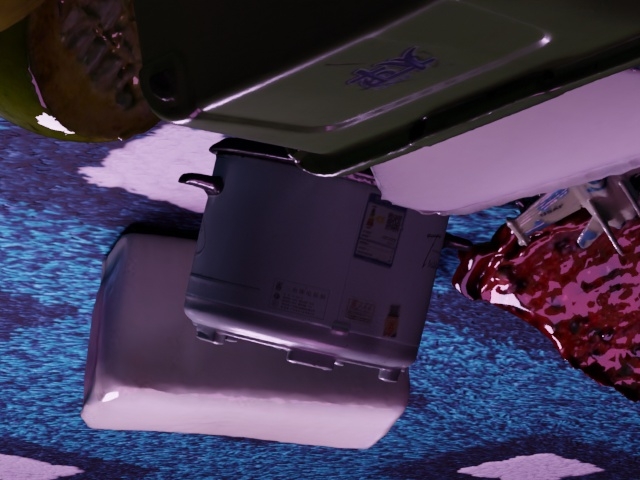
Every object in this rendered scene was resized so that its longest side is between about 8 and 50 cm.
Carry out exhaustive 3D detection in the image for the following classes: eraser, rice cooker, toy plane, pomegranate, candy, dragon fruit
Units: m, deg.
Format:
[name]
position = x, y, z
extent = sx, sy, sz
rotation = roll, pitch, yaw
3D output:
[eraser]
position = 0.132, -0.134, 1.317
extent = 0.331, 0.150, 0.331
rotation = -1, 158, 0
[rice cooker]
position = 0.000, 0.000, 1.577
extent = 0.281, 0.227, 0.241
rotation = 13, 179, -13
[toy plane]
position = 0.238, -0.081, 1.555
extent = 0.192, 0.088, 0.262
rotation = -30, 132, 11
[pomegranate]
position = -0.200, -0.176, 1.165
extent = 0.159, 0.190, 0.241
rotation = 18, 173, 34
[candy]
position = -0.083, 0.114, 1.921
extent = 0.359, 0.208, 0.145
rotation = 7, 158, -16
[dragon fruit]
position = 0.326, 0.003, 1.780
extent = 0.329, 0.228, 0.286
rotation = 23, 116, 3

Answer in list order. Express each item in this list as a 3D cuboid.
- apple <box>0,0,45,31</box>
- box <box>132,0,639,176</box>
[apple]
position = -0.218, -0.231, 0.885
extent = 0.233, 0.257, 0.295
rotation = -2, 154, -19
[box]
position = 0.033, -0.194, 0.961
extent = 0.329, 0.252, 0.178
rotation = -20, 164, 40
